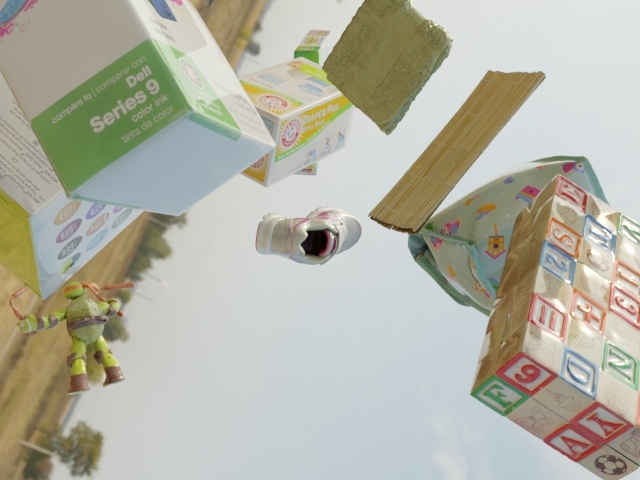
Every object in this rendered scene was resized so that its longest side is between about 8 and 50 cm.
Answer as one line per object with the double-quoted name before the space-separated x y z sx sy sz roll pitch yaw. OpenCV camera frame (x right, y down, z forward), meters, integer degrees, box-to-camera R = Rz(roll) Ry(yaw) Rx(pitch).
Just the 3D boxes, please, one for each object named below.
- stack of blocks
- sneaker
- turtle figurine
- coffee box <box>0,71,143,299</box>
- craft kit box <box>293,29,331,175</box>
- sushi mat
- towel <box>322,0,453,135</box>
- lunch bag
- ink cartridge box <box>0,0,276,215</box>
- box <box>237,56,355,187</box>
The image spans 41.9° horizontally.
"stack of blocks" 0.279 0.080 0.887 0.087 0.171 0.297 -54 -174 43
"sneaker" 0.000 0.000 1.594 0.111 0.252 0.103 22 -68 40
"turtle figurine" -0.421 0.162 1.535 0.087 0.269 0.217 -24 -101 36
"coffee box" -0.443 -0.173 1.320 0.334 0.338 0.337 -46 175 -27
"craft kit box" -0.016 -0.291 1.732 0.247 0.061 0.250 -81 173 -67
"sushi mat" 0.201 -0.138 1.261 0.316 0.019 0.151 -50 -154 -9
"towel" 0.067 -0.190 0.873 0.027 0.110 0.148 -39 170 -40
"lunch bag" 0.265 -0.013 1.218 0.223 0.160 0.262 -35 -165 -10
"ink cartridge box" -0.135 -0.131 0.523 0.093 0.212 0.154 -34 171 11
"box" -0.050 -0.167 1.148 0.203 0.114 0.103 -32 144 -48
